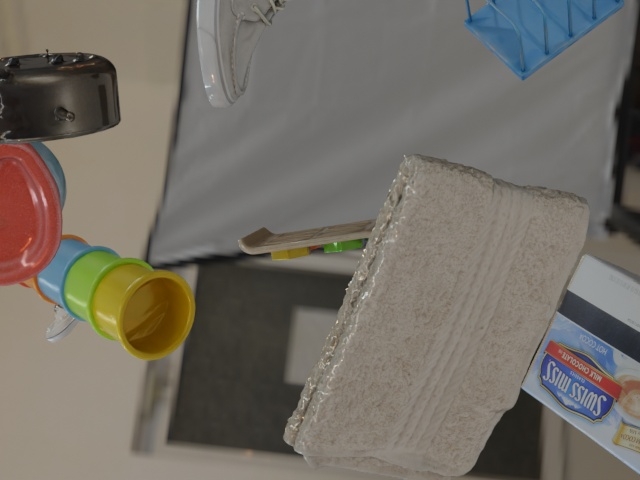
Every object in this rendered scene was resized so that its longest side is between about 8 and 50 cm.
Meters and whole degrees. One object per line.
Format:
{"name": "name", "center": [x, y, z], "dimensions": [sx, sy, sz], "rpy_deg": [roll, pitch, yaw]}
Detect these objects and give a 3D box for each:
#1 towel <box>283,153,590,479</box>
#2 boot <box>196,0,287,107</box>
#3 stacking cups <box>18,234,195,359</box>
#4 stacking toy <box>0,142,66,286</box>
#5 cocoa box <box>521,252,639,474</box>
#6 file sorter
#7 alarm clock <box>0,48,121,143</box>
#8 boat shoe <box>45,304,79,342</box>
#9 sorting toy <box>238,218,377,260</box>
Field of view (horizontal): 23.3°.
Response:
{"name": "towel", "center": [0.097, 0.074, 1.292], "dimensions": [0.049, 0.187, 0.282], "rpy_deg": [44, 116, 55]}
{"name": "boot", "center": [-0.063, -0.274, 1.702], "dimensions": [0.095, 0.123, 0.258], "rpy_deg": [-13, -75, -77]}
{"name": "stacking cups", "center": [-0.262, 0.047, 1.690], "dimensions": [0.316, 0.096, 0.096], "rpy_deg": [17, 104, 49]}
{"name": "stacking toy", "center": [-0.406, -0.067, 1.457], "dimensions": [0.130, 0.309, 0.280], "rpy_deg": [-101, -8, -59]}
{"name": "cocoa box", "center": [0.491, 0.201, 2.176], "dimensions": [0.228, 0.231, 0.347], "rpy_deg": [-65, 28, 6]}
{"name": "file sorter", "center": [0.279, -0.312, 1.952], "dimensions": [0.118, 0.170, 0.104], "rpy_deg": [48, 169, 28]}
{"name": "alarm clock", "center": [-0.220, -0.118, 1.230], "dimensions": [0.192, 0.129, 0.064], "rpy_deg": [-55, -38, -77]}
{"name": "boat shoe", "center": [-0.297, 0.081, 1.837], "dimensions": [0.100, 0.035, 0.035], "rpy_deg": [-41, 29, 23]}
{"name": "sorting toy", "center": [0.000, 0.000, 2.265], "dimensions": [0.193, 0.208, 0.038], "rpy_deg": [-36, -58, -79]}
